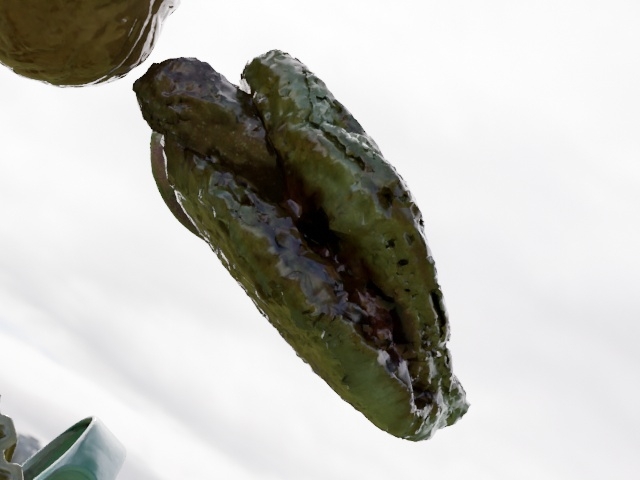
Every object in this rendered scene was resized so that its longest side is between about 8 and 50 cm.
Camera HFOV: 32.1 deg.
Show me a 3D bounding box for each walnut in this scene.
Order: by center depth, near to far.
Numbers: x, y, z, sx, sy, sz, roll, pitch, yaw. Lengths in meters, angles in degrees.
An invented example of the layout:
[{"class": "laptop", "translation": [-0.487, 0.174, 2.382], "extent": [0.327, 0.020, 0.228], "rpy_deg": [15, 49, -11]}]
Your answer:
[{"class": "walnut", "translation": [-0.232, -0.253, 1.045], "extent": [0.228, 0.228, 0.228], "rpy_deg": [26, -22, 11]}]

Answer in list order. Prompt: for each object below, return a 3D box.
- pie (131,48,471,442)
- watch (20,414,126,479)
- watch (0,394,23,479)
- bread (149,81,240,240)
[{"class": "pie", "translation": [0.013, 0.018, 1.100], "extent": [0.395, 0.180, 0.418], "rpy_deg": [50, -5, 30]}, {"class": "watch", "translation": [-0.298, 0.272, 1.111], "extent": [0.068, 0.237, 0.195], "rpy_deg": [50, -19, -11]}, {"class": "watch", "translation": [-0.209, 0.155, 0.444], "extent": [0.165, 0.268, 0.102], "rpy_deg": [9, -46, -19]}, {"class": "bread", "translation": [-0.117, -0.101, 1.444], "extent": [0.228, 0.228, 0.033], "rpy_deg": [40, -31, -22]}]
